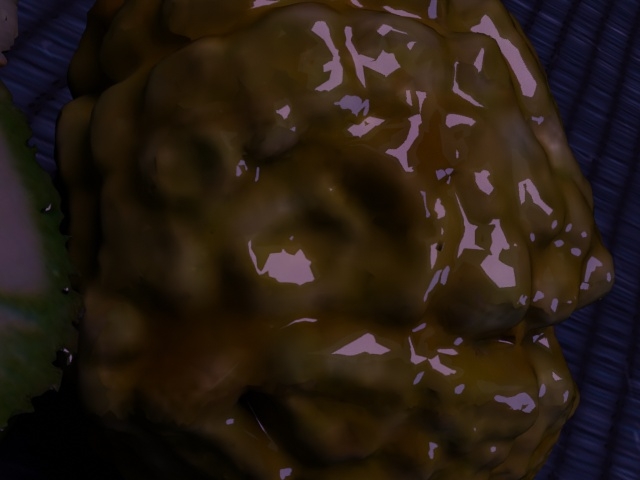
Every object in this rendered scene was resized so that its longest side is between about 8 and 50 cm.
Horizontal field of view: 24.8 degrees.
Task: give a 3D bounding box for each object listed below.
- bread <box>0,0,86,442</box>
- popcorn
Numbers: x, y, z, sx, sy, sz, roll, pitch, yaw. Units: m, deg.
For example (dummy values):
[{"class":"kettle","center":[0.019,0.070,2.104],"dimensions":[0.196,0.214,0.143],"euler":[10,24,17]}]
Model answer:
[{"class":"bread","center":[-0.248,-0.032,0.491],"dimensions":[0.366,0.129,0.382],"euler":[43,33,2]},{"class":"popcorn","center":[0.000,0.000,0.613],"dimensions":[0.224,0.270,0.258],"euler":[-14,53,-1]}]
